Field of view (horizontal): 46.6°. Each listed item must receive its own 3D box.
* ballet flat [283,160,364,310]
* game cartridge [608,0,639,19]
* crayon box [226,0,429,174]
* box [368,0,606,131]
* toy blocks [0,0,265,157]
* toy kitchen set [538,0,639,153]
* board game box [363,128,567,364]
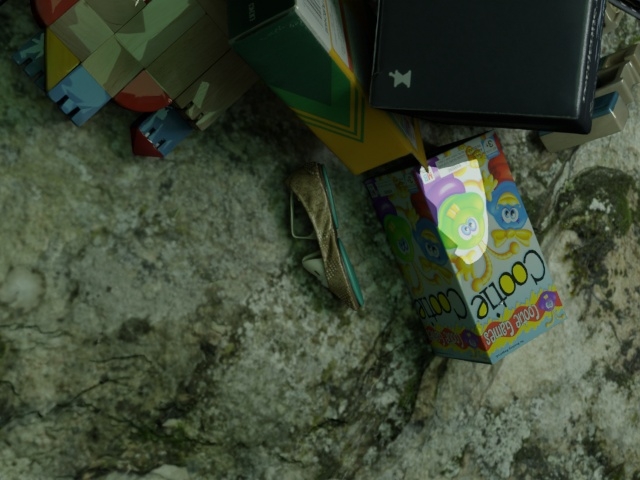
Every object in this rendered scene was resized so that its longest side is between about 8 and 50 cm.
[{"bbox_3d":[0.000,0.000,0.988,0.067,0.073,0.206,-16,91,4],"label":"ballet flat"},{"bbox_3d":[0.579,-0.468,1.263,0.294,0.060,0.196,20,83,-22],"label":"game cartridge"},{"bbox_3d":[0.012,-0.217,0.849,0.323,0.083,0.203,39,37,-51],"label":"crayon box"},{"bbox_3d":[0.222,-0.283,0.873,0.212,0.395,0.293,8,99,21],"label":"box"},{"bbox_3d":[-0.230,-0.240,0.841,0.261,0.191,0.381,-45,114,-8],"label":"toy blocks"},{"bbox_3d":[0.396,-0.271,1.150,0.166,0.122,0.207,52,48,-19],"label":"toy kitchen set"},{"bbox_3d":[0.197,0.010,1.021,0.144,0.142,0.275,-26,97,-22],"label":"board game box"}]
